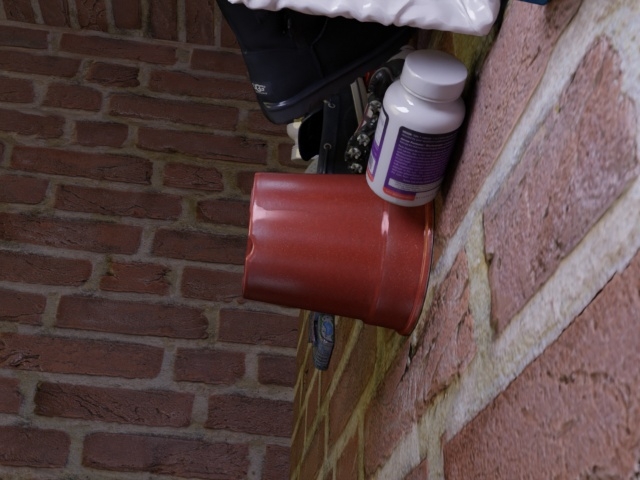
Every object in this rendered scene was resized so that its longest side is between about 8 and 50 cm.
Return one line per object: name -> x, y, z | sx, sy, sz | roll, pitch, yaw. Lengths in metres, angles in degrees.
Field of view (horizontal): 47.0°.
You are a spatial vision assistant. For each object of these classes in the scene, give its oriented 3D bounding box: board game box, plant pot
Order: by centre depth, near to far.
plant pot -> 0.016, 0.005, 1.166 | 0.272, 0.265, 0.272 | -174, 90, -84
board game box -> 0.004, 0.240, 2.118 | 0.194, 0.060, 0.194 | 101, 173, -47

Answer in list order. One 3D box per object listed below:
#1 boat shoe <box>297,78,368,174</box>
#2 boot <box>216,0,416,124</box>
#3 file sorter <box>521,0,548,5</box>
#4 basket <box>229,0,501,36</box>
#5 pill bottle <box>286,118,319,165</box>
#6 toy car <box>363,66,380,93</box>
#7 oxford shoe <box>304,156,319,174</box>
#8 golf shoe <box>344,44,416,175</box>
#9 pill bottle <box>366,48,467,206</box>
boat shoe -> 0.025, -0.249, 1.600 | 0.186, 0.156, 0.500 | 88, 175, -50
boot -> -0.025, -0.464, 1.168 | 0.367, 0.146, 0.445 | -44, -49, -25
file sorter -> 0.173, -0.289, 0.623 | 0.170, 0.118, 0.104 | 158, 120, -84
basket -> 0.063, -0.451, 0.848 | 0.266, 0.331, 0.328 | -88, 6, -54
pill bottle -> -0.003, -0.396, 2.210 | 0.188, 0.188, 0.333 | 145, 130, -83
toy car -> 0.121, -0.440, 1.672 | 0.239, 0.053, 0.225 | -168, 85, -84
oxford shoe -> 0.025, -0.021, 1.755 | 0.130, 0.169, 0.449 | 69, -161, -55
golf shoe -> 0.122, -0.215, 1.307 | 0.273, 0.105, 0.120 | 110, -177, -52
pill bottle -> 0.129, -0.148, 0.973 | 0.193, 0.108, 0.108 | 102, 172, -45
